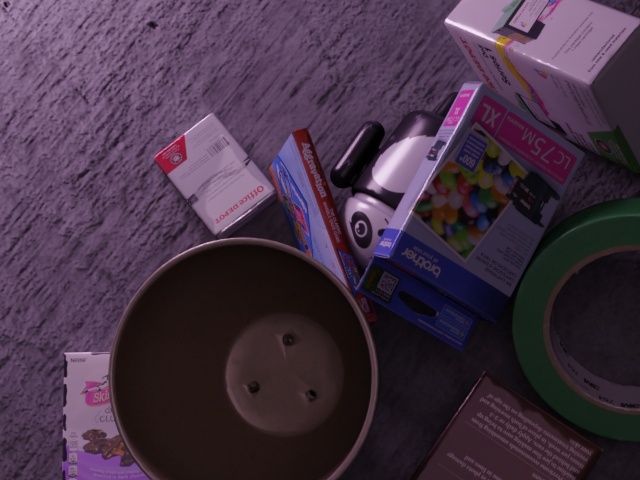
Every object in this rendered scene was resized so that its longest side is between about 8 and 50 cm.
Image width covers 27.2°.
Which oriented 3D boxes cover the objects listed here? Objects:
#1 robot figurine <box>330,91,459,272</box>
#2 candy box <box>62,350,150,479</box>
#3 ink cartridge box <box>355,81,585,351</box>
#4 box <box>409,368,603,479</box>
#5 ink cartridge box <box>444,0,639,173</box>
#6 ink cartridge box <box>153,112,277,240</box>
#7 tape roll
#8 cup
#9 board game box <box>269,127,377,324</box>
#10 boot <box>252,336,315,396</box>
[{"bbox_3d":[0.143,-0.067,1.820,0.278,0.173,0.209,-53,36,-9],"label":"robot figurine"},{"bbox_3d":[-0.267,0.251,1.821,0.165,0.070,0.196,-2,78,2],"label":"candy box"},{"bbox_3d":[0.197,-0.027,1.724,0.186,0.065,0.311,31,85,-20],"label":"ink cartridge box"},{"bbox_3d":[0.186,0.383,1.742,0.191,0.143,0.381,34,79,8],"label":"box"},{"bbox_3d":[0.327,-0.234,1.779,0.117,0.201,0.278,-49,46,-7],"label":"ink cartridge box"},{"bbox_3d":[-0.148,-0.088,1.895,0.109,0.063,0.150,-38,79,-6],"label":"ink cartridge box"},{"bbox_3d":[0.416,0.106,1.741,0.321,0.077,0.321,5,109,14],"label":"tape roll"},{"bbox_3d":[-0.072,0.170,1.673,0.331,0.237,0.331,-1,85,11],"label":"cup"},{"bbox_3d":[0.000,0.000,1.829,0.027,0.145,0.281,-15,77,-21],"label":"board game box"},{"bbox_3d":[-0.098,0.166,1.832,0.161,0.083,0.246,-8,76,6],"label":"boot"}]
